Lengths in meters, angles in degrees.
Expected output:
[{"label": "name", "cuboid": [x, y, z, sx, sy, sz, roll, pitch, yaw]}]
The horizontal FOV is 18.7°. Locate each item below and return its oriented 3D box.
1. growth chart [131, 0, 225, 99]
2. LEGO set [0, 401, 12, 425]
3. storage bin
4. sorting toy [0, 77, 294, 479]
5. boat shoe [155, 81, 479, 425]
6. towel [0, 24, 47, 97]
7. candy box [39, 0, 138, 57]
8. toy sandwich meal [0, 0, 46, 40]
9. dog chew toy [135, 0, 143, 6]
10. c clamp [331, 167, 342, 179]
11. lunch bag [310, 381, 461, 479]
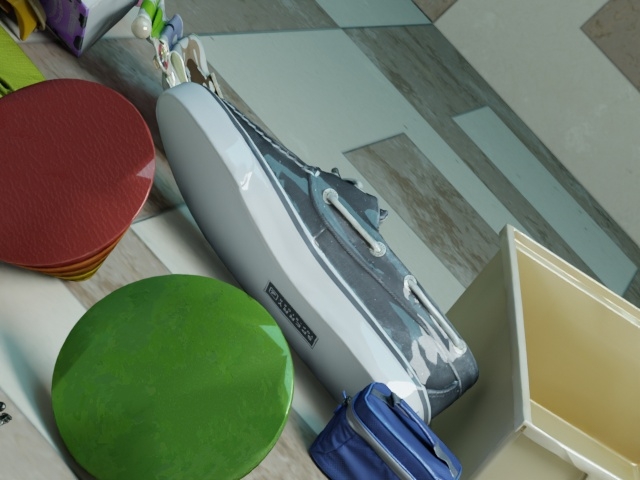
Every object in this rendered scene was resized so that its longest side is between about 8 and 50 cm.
[{"label": "growth chart", "cuboid": [-0.086, -0.101, 1.536, 0.237, 0.021, 0.172, 61, 12, -24]}, {"label": "LEGO set", "cuboid": [-0.179, 0.073, 0.931, 0.083, 0.023, 0.054, 50, 9, -48]}, {"label": "storage bin", "cuboid": [0.211, 0.159, 1.442, 0.260, 0.123, 0.262, 31, 26, -15]}, {"label": "sorting toy", "cuboid": [-0.087, 0.081, 1.069, 0.365, 0.127, 0.126, 57, -12, 25]}, {"label": "boat shoe", "cuboid": [0.000, 0.000, 1.383, 0.301, 0.102, 0.108, 52, -25, 10]}, {"label": "towel", "cuboid": [-0.266, -0.180, 1.353, 0.237, 0.021, 0.102, 50, 16, 12]}, {"label": "candy box", "cuboid": [-0.219, -0.243, 1.435, 0.196, 0.070, 0.165, 47, -11, -1]}, {"label": "toy sandwich meal", "cuboid": [-0.235, -0.183, 1.428, 0.085, 0.029, 0.085, 48, -11, 13]}, {"label": "dog chew toy", "cuboid": [-0.190, -0.342, 1.589, 0.206, 0.206, 0.332, -110, -179, -57]}, {"label": "c clamp", "cuboid": [0.006, -0.023, 1.715, 0.137, 0.022, 0.160, 59, 17, 23]}, {"label": "lunch bag", "cuboid": [0.045, 0.139, 1.288, 0.098, 0.065, 0.067, 47, 14, -2]}]
